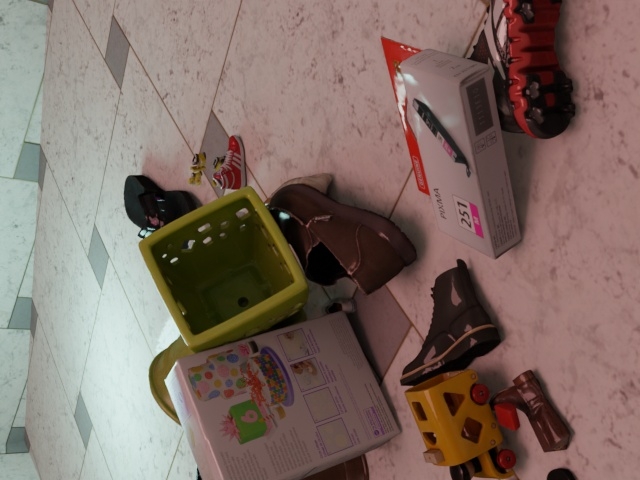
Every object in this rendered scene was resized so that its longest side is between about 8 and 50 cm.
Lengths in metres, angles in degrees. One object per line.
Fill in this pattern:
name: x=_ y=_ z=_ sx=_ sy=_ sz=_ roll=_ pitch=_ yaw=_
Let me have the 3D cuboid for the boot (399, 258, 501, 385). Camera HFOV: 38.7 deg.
boot: x=0.182 y=0.131 z=1.390 sx=0.198 sy=0.077 sz=0.137 roll=-39 pitch=57 yaw=39

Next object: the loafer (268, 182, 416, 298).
loafer: x=0.000 y=0.000 z=1.546 sx=0.134 sy=0.130 sz=0.366 roll=50 pitch=162 yaw=-30

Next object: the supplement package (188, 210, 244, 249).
supplement package: x=-0.195 y=0.040 z=1.936 sx=0.179 sy=0.105 sz=0.105 roll=63 pitch=143 yaw=31

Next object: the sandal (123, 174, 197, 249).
sandal: x=-0.425 y=-0.058 z=2.288 sx=0.446 sy=0.107 sz=0.167 roll=22 pitch=114 yaw=55

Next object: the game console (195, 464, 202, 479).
game console: x=-0.090 y=0.346 z=1.740 sx=0.361 sy=0.213 sz=0.044 roll=-62 pitch=38 yaw=26

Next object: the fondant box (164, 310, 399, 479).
fondant box: x=-0.063 y=0.278 z=1.533 sx=0.238 sy=0.330 sz=0.096 roll=65 pitch=147 yaw=18

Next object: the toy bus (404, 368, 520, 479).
toy bus: x=0.197 y=0.285 z=1.307 sx=0.202 sy=0.104 sz=0.191 roll=45 pitch=147 yaw=45

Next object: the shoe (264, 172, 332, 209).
shoe: x=-0.043 y=-0.078 z=1.724 sx=0.076 sy=0.058 sz=0.219 roll=41 pitch=154 yaw=-16

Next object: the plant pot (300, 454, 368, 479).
plant pot: x=-0.025 y=0.432 z=1.677 sx=0.167 sy=0.165 sz=0.167 roll=18 pitch=111 yaw=56

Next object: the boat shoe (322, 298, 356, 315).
boat shoe: x=0.025 y=0.125 z=1.663 sx=0.100 sy=0.035 sz=0.035 roll=-11 pitch=86 yaw=58

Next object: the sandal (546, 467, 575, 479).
sandal: x=0.331 y=0.396 z=1.213 sx=0.067 sy=0.040 sz=0.179 roll=-35 pitch=66 yaw=55

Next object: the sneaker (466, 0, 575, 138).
sneaker: x=0.246 y=-0.265 z=1.174 sx=0.135 sy=0.098 sz=0.276 roll=1 pitch=98 yaw=56

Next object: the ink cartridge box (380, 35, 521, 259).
ink cartridge box: x=0.162 y=-0.134 z=1.273 sx=0.239 sy=0.060 sz=0.275 roll=32 pitch=147 yaw=51

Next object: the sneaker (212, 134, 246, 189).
sneaker: x=-0.198 y=-0.166 z=1.938 sx=0.042 sy=0.067 sz=0.118 roll=-11 pitch=86 yaw=58

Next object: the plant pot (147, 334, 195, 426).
plant pot: x=-0.171 y=0.214 z=1.820 sx=0.276 sy=0.276 sz=0.254 roll=52 pitch=125 yaw=40

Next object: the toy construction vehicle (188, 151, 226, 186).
toy construction vehicle: x=-0.246 y=-0.152 z=2.004 sx=0.035 sy=0.086 sz=0.098 roll=56 pitch=139 yaw=27

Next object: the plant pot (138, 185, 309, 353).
plant pot: x=-0.156 y=0.080 z=1.601 sx=0.228 sy=0.227 sz=0.207 roll=60 pitch=172 yaw=25

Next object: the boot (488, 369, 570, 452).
boot: x=0.290 y=0.252 z=1.263 sx=0.114 sy=0.037 sz=0.106 roll=61 pitch=144 yaw=24
